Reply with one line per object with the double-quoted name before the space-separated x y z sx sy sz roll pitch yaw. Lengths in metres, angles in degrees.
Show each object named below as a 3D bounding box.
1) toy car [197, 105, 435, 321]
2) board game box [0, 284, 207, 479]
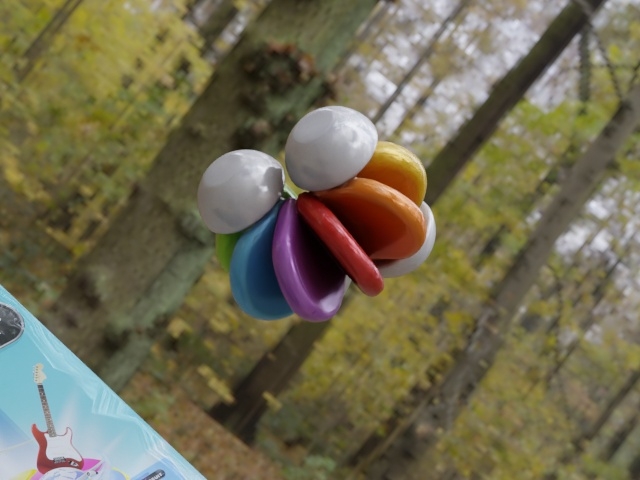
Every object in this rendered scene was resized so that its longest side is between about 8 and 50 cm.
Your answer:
"toy car" 0.000 0.000 1.041 0.159 0.182 0.136 51 24 -38
"board game box" -0.216 0.190 0.852 0.336 0.254 0.079 39 -43 21
